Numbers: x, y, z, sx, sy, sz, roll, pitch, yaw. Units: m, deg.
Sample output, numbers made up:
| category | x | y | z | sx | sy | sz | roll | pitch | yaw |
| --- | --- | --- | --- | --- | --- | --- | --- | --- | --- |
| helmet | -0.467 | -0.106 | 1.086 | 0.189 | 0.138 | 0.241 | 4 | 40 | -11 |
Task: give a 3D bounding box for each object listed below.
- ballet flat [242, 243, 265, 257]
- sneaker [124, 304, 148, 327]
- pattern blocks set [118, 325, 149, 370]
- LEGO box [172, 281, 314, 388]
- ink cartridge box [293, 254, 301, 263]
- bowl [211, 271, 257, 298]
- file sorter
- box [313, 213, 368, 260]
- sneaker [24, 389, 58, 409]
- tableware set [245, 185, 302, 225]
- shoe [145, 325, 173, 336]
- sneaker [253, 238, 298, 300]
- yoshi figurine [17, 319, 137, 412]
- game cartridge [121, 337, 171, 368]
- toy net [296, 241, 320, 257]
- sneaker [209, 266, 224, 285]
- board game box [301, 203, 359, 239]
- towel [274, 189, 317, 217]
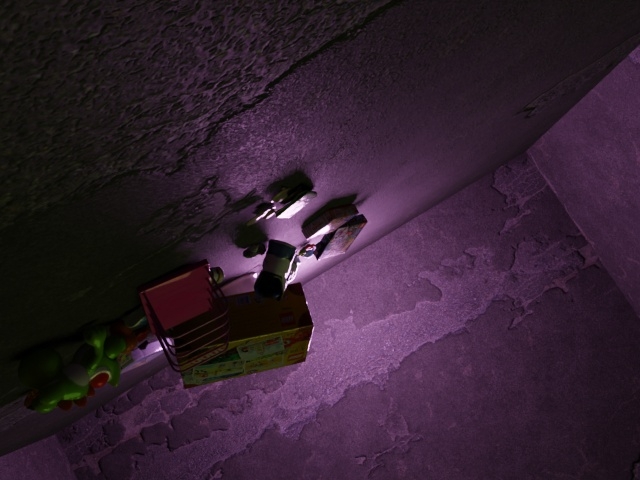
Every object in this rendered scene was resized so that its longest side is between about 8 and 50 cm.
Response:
| category | x | y | z | sx | sy | sz | roll | pitch | yaw |
| --- | --- | --- | --- | --- | --- | --- | --- | --- | --- |
| ballet flat | -0.214 | 0.030 | 1.758 | 0.041 | 0.041 | 0.114 | -34 | 171 | 23 |
| sneaker | -0.524 | 0.218 | 1.670 | 0.152 | 0.058 | 0.084 | -34 | 174 | -2 |
| pattern blocks set | -0.771 | 0.451 | 1.991 | 0.325 | 0.026 | 0.285 | -34 | 162 | -43 |
| LEGO box | -0.304 | 0.371 | 2.089 | 0.500 | 0.193 | 0.372 | -10 | 148 | -14 |
| ink cartridge box | -0.154 | 0.109 | 2.361 | 0.122 | 0.052 | 0.088 | -34 | 171 | 14 |
| bowl | -0.364 | 0.263 | 2.249 | 0.297 | 0.134 | 0.298 | -30 | 172 | -5 |
| file sorter | -0.378 | 0.233 | 1.562 | 0.202 | 0.182 | 0.291 | -24 | 154 | -22 |
| box | 0.081 | -0.013 | 2.274 | 0.159 | 0.044 | 0.233 | -14 | 152 | -34 |
| sneaker | -0.963 | 0.558 | 2.002 | 0.262 | 0.099 | 0.121 | -20 | 171 | -47 |
| tableware set | -0.120 | -0.091 | 1.399 | 0.168 | 0.020 | 0.141 | -36 | 176 | 14 |
| shoe | -0.584 | 0.322 | 1.995 | 0.076 | 0.058 | 0.219 | 12 | 163 | 2 |
| sneaker | -0.166 | 0.123 | 1.892 | 0.315 | 0.127 | 0.182 | 98 | 12 | -72 |
| yoshi figurine | -0.696 | 0.333 | 1.525 | 0.203 | 0.204 | 0.362 | 8 | -164 | 11 |
| game cartridge | -0.825 | 0.533 | 2.488 | 0.198 | 0.062 | 0.297 | -29 | 173 | 19 |
| toy net | 0.000 | 0.000 | 2.320 | 0.232 | 0.045 | 0.122 | -35 | 156 | 12 |
| sneaker | -0.389 | 0.142 | 1.700 | 0.185 | 0.070 | 0.084 | -42 | 159 | 26 |
| board game box | 0.038 | -0.071 | 2.001 | 0.146 | 0.045 | 0.193 | -36 | 171 | 30 |
| towel | -0.066 | -0.102 | 1.467 | 0.113 | 0.023 | 0.152 | -38 | 176 | 8 |
